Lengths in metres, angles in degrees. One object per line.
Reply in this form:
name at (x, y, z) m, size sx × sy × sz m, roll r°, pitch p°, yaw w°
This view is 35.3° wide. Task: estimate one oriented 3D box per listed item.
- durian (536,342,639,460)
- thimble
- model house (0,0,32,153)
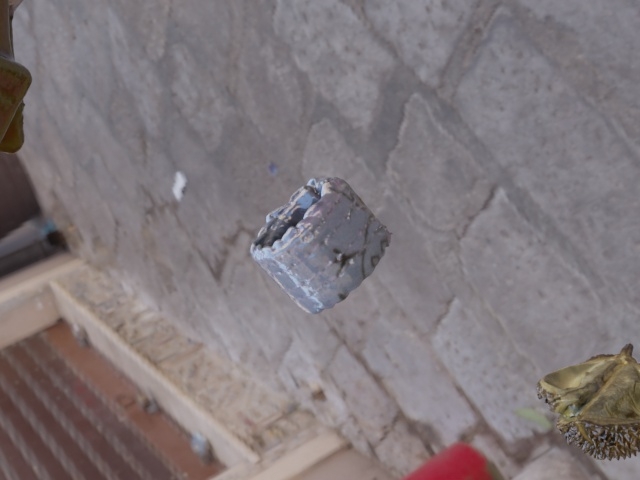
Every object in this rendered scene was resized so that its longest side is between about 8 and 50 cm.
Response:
durian at (0.241, 0.140, 0.850) m, size 0.110 × 0.140 × 0.071 m, roll 21°, pitch 124°, yaw 22°
thimble at (-0.001, 0.002, 1.259) m, size 0.118 × 0.151 × 0.127 m, roll 47°, pitch 167°, yaw -19°
model house at (-0.334, -0.158, 0.941) m, size 0.268 × 0.173 × 0.239 m, roll 13°, pitch -110°, yaw -76°
